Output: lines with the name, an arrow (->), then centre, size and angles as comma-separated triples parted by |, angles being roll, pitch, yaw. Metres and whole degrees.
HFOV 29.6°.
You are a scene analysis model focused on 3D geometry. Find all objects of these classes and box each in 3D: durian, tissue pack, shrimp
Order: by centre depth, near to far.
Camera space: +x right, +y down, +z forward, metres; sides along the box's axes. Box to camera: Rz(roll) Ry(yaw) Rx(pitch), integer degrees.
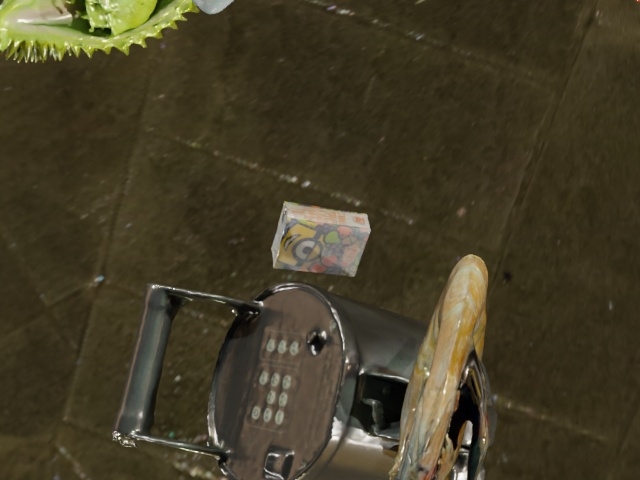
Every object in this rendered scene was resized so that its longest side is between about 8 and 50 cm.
shrimp -> 0.070, 0.118, 0.720 | 0.046, 0.152, 0.219 | 13, 123, 3
tissue pack -> 0.000, 0.000, 1.146 | 0.083, 0.035, 0.063 | 7, 127, -12
durian -> -0.248, -0.312, 1.388 | 0.355, 0.169, 0.157 | -26, 67, 20

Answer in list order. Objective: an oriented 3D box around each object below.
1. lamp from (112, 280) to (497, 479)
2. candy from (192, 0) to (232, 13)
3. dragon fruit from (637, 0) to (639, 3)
lamp -> 0.027, 0.165, 1.206 | 0.374, 0.272, 0.205 | 6, 78, 32
candy -> -0.111, -0.315, 1.130 | 0.138, 0.071, 0.174 | -35, 103, 26
dragon fruit -> 0.291, -0.257, 0.979 | 0.205, 0.317, 0.152 | 3, 134, 40
